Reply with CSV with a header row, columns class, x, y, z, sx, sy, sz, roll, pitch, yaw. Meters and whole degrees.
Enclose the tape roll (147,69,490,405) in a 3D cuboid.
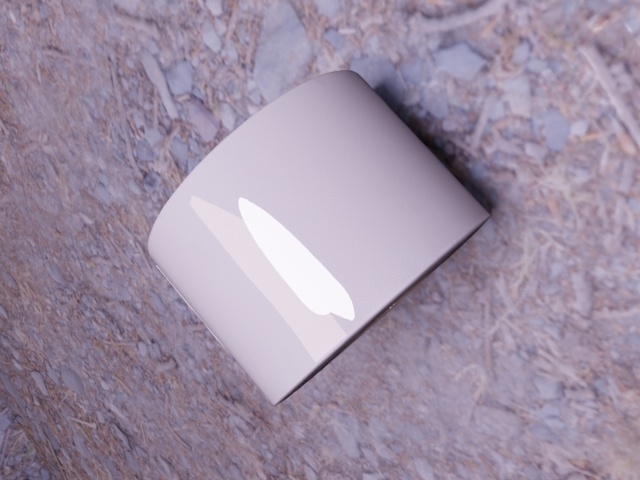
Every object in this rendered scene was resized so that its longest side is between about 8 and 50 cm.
class,x,y,z,sx,sy,sz,roll,pitch,yaw
tape roll,0.000,0.000,0.610,0.169,0.246,0.246,48,138,9
